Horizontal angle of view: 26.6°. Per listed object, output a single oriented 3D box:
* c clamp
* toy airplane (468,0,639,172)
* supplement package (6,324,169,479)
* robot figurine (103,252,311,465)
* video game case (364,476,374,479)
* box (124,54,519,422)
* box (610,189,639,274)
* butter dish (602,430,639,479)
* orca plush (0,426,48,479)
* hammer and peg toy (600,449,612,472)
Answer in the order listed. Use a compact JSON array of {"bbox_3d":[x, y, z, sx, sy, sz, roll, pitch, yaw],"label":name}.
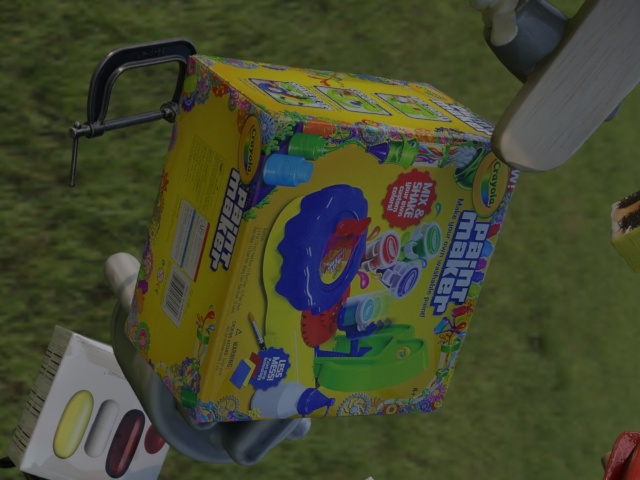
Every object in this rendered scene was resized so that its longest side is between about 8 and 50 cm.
[{"bbox_3d":[-0.186,-0.136,1.339,0.161,0.022,0.137,-24,135,-42],"label":"c clamp"},{"bbox_3d":[0.293,-0.271,1.081,0.386,0.272,0.384,-20,126,-27],"label":"toy airplane"},{"bbox_3d":[-0.317,0.253,1.938,0.203,0.194,0.149,-70,-161,-6],"label":"supplement package"},{"bbox_3d":[-0.131,0.126,1.575,0.300,0.200,0.353,47,-3,-26],"label":"robot figurine"},{"bbox_3d":[0.082,0.354,1.627,0.122,0.011,0.087,55,23,-8],"label":"video game case"},{"bbox_3d":[0.000,0.000,1.279,0.279,0.177,0.290,2,114,-33],"label":"box"},{"bbox_3d":[0.436,-0.052,1.502,0.058,0.232,0.087,50,28,-20],"label":"box"},{"bbox_3d":[0.351,0.252,1.308,0.118,0.160,0.160,77,32,-57],"label":"butter dish"},{"bbox_3d":[-0.480,0.388,2.250,0.151,0.287,0.102,44,61,-25],"label":"orca plush"},{"bbox_3d":[0.421,0.382,1.729,0.361,0.266,0.127,12,49,-39],"label":"hammer and peg toy"}]
